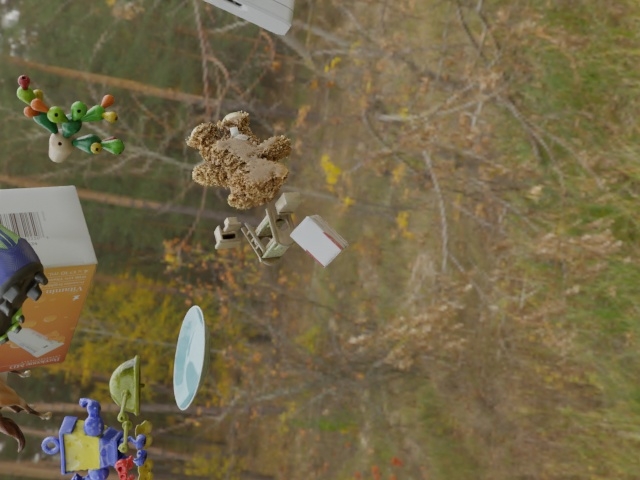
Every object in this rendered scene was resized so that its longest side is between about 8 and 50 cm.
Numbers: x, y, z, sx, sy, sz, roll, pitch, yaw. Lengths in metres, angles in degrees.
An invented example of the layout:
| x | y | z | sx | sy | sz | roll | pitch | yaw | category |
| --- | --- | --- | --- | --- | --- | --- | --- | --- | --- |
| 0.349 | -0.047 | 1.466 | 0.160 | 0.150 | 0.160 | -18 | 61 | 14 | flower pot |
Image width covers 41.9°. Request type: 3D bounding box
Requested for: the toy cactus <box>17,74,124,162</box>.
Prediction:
| x | y | z | sx | sy | sz | roll | pitch | yaw | category |
| --- | --- | --- | --- | --- | --- | --- | --- | --- | --- |
| -0.478 | -0.217 | 1.581 | 0.180 | 0.219 | 0.112 | -44 | 30 | 49 | toy cactus |

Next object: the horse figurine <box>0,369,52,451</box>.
| x | y | z | sx | sy | sz | roll | pitch | yaw | category |
| --- | --- | --- | --- | --- | --- | --- | --- | --- | --- |
| -0.615 | 0.271 | 1.611 | 0.066 | 0.174 | 0.263 | -37 | 55 | 16 | horse figurine |

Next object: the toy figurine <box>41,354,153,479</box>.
| x | y | z | sx | sy | sz | roll | pitch | yaw | category |
| --- | --- | --- | --- | --- | --- | --- | --- | --- | --- |
| -0.476 | 0.417 | 1.720 | 0.191 | 0.217 | 0.362 | -79 | -8 | -68 | toy figurine |

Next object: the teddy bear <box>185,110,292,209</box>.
| x | y | z | sx | sy | sz | roll | pitch | yaw | category |
| --- | --- | --- | --- | --- | --- | --- | --- | --- | --- |
| -0.195 | -0.194 | 2.038 | 0.245 | 0.338 | 0.113 | -36 | -36 | -30 | teddy bear |

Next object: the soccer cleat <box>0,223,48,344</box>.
| x | y | z | sx | sy | sz | roll | pitch | yaw | category |
| --- | --- | --- | --- | --- | --- | --- | --- | --- | --- |
| -0.462 | 0.074 | 1.136 | 0.289 | 0.121 | 0.093 | -42 | -5 | 41 | soccer cleat |

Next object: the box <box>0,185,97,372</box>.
| x | y | z | sx | sy | sz | roll | pitch | yaw | category |
| --- | --- | --- | --- | --- | --- | --- | --- | --- | --- |
| -0.544 | 0.079 | 1.462 | 0.345 | 0.215 | 0.168 | -57 | 49 | 47 | box |

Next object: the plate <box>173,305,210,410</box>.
| x | y | z | sx | sy | sz | roll | pitch | yaw | category |
| --- | --- | --- | --- | --- | --- | --- | --- | --- | --- |
| -0.229 | 0.212 | 1.509 | 0.188 | 0.024 | 0.188 | -170 | 90 | -68 | plate |

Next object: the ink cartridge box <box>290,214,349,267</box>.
| x | y | z | sx | sy | sz | roll | pitch | yaw | category |
| --- | --- | --- | --- | --- | --- | --- | --- | --- | --- |
| 0.000 | 0.000 | 1.726 | 0.056 | 0.099 | 0.135 | -47 | -4 | 8 | ink cartridge box |

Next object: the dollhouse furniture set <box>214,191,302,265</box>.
| x | y | z | sx | sy | sz | roll | pitch | yaw | category |
| --- | --- | --- | --- | --- | --- | --- | --- | --- | --- |
| -0.139 | -0.020 | 1.918 | 0.182 | 0.161 | 0.101 | -49 | 53 | 55 | dollhouse furniture set |

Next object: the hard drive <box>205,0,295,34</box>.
| x | y | z | sx | sy | sz | roll | pitch | yaw | category |
| --- | --- | --- | --- | --- | --- | --- | --- | --- | --- |
| -0.141 | -0.579 | 1.604 | 0.047 | 0.233 | 0.353 | -42 | 34 | 52 | hard drive |
